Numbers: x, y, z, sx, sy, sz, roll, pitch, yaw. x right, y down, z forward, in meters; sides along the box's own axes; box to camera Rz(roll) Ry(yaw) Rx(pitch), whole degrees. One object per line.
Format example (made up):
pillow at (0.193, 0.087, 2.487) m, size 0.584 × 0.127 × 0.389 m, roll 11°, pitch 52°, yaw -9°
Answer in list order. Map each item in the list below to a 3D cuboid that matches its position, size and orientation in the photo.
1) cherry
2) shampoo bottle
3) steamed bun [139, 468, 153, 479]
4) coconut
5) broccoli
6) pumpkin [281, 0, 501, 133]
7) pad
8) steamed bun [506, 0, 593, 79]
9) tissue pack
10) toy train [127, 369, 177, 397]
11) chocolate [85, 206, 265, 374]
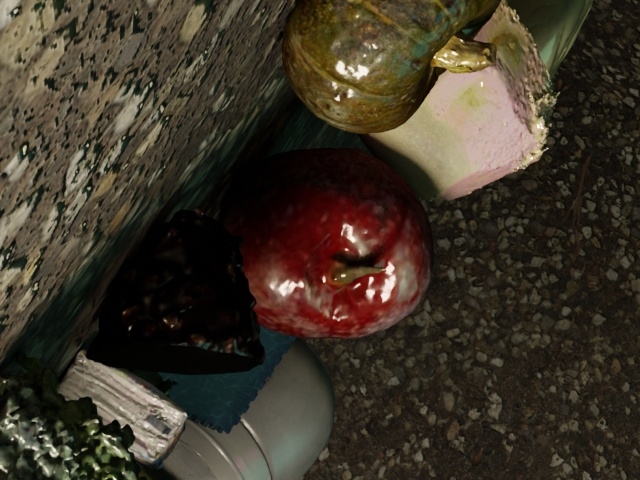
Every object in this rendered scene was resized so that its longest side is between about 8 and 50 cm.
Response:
cherry at (0.000, 0.000, 1.262) m, size 0.300 × 0.230 × 0.203 m, roll -135°, pitch -146°, yaw -75°
shampoo bottle at (-0.132, 0.274, 1.802) m, size 0.266 × 0.273 × 0.273 m, roll -42°, pitch 170°, yaw -41°
steamed bun at (-0.291, 0.458, 1.717) m, size 0.273 × 0.232 × 0.166 m, roll -55°, pitch 172°, yaw 31°
coconut at (0.129, -0.182, 1.282) m, size 0.233 × 0.245 × 0.233 m, roll -22°, pitch -140°, yaw 20°
broccoli at (-0.219, 0.187, 0.860) m, size 0.165 × 0.145 × 0.304 m, roll -50°, pitch -171°, yaw -16°
pumpkin at (0.074, -0.186, 0.972) m, size 0.219 × 0.162 × 0.219 m, roll -54°, pitch 173°, yaw -10°
pad at (-0.113, 0.118, 1.532) m, size 0.269 × 0.012 × 0.270 m, roll -56°, pitch 145°, yaw -2°
steamed bun at (0.229, -0.296, 1.656) m, size 0.312 × 0.233 × 0.334 m, roll -49°, pitch 165°, yaw -49°
tissue pack at (-0.186, 0.163, 1.100) m, size 0.065 × 0.115 × 0.155 m, roll -57°, pitch 177°, yaw -16°
toy train at (-0.223, 0.183, 1.267) m, size 0.104 × 0.071 × 0.178 m, roll -45°, pitch -179°, yaw 12°
chocolate at (-0.115, 0.040, 1.000) m, size 0.156 × 0.156 × 0.133 m, roll 117°, pitch -21°, yaw -73°
